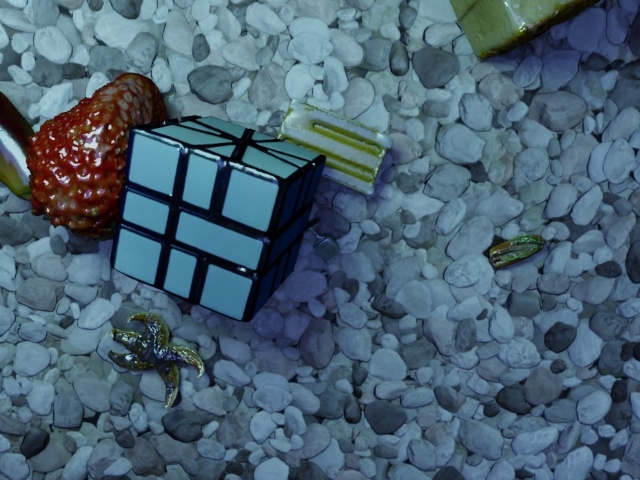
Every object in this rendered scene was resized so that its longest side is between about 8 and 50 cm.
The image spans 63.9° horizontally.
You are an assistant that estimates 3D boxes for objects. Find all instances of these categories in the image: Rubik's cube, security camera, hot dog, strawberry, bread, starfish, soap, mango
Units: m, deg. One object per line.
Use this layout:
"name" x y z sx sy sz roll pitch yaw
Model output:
"Rubik's cube" -0.183 -0.057 0.970 0.293 0.288 0.283 19 112 10
"security camera" 0.000 0.000 1.138 0.058 0.058 0.092 -32 108 6
"hot dog" 0.432 0.020 1.121 0.133 0.041 0.056 -21 97 5
"strawberry" -0.417 -0.171 1.018 0.267 0.312 0.351 29 80 -22
"bread" 0.401 -0.493 0.938 0.279 0.279 0.207 -29 98 9
"starfish" -0.375 0.272 1.182 0.238 0.071 0.216 6 104 11
"soap" 0.025 -0.199 1.090 0.233 0.076 0.135 21 100 -1
"mango" -0.678 -0.206 1.098 0.133 0.111 0.268 -32 95 -10
